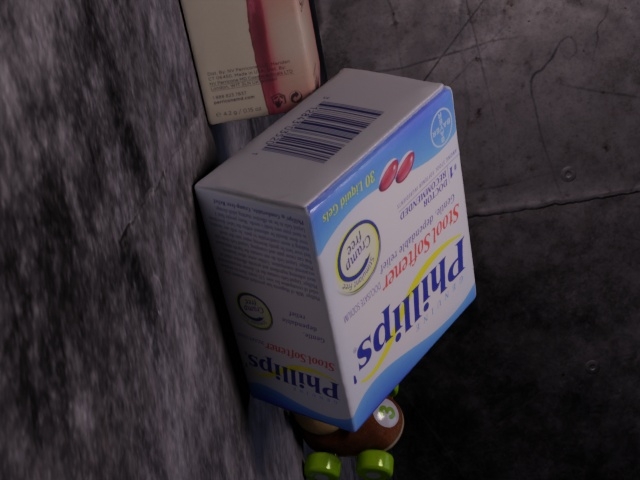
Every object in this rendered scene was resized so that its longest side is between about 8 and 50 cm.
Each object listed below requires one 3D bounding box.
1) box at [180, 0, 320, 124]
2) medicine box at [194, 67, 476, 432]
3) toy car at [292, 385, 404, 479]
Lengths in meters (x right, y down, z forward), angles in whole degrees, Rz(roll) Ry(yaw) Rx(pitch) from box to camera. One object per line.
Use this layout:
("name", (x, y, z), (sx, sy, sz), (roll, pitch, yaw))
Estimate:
("box", (-0.081, -0.267, 1.374), (0.148, 0.127, 0.232), (-88, 169, -61))
("medicine box", (0.030, 0.005, 1.333), (0.263, 0.149, 0.289), (-43, 134, -38))
("toy car", (0.021, 0.223, 1.691), (0.188, 0.149, 0.155), (57, 33, -51))
